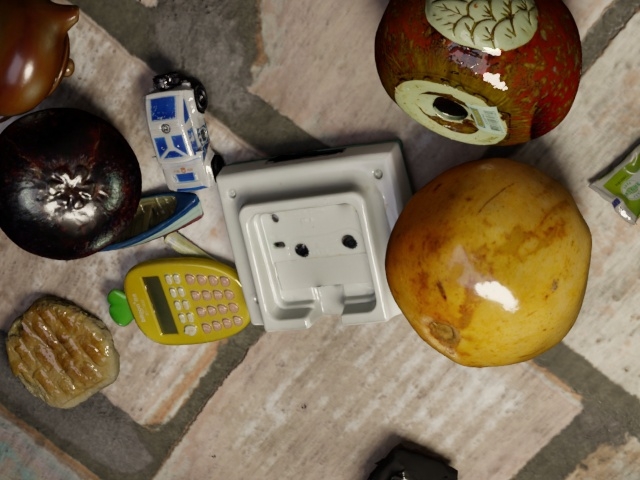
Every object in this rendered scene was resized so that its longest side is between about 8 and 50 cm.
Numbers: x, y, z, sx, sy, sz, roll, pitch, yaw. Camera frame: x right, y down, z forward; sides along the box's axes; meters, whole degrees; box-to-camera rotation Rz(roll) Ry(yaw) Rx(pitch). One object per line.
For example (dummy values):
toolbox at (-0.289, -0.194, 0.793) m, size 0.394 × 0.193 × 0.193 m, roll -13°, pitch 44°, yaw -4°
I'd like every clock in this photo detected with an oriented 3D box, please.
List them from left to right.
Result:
clock at (0.000, 0.000, 1.626) m, size 0.262 × 0.116 × 0.231 m, roll -6°, pitch 110°, yaw 21°

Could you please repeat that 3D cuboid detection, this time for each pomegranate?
pomegranate at (0.215, 0.025, 1.490) m, size 0.264 × 0.264 × 0.264 m, roll 7°, pitch 115°, yaw 16°

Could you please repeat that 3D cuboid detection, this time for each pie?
pie at (-0.405, 0.173, 1.884) m, size 0.195 × 0.046 × 0.195 m, roll 7°, pitch 116°, yaw 15°

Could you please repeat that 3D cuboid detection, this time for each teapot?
teapot at (-0.409, -0.238, 1.655) m, size 0.135 × 0.178 × 0.252 m, roll 16°, pitch 136°, yaw -32°

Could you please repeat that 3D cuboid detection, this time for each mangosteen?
mangosteen at (-0.354, -0.078, 1.677) m, size 0.216 × 0.216 × 0.216 m, roll 7°, pitch 115°, yaw 16°

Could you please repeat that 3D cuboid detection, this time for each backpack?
backpack at (0.118, 0.367, 1.756) m, size 0.120 × 0.106 × 0.165 m, roll 26°, pitch 138°, yaw -18°

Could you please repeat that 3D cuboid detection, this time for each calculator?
calculator at (-0.207, 0.089, 1.777) m, size 0.234 × 0.032 × 0.146 m, roll -4°, pitch 119°, yaw 20°

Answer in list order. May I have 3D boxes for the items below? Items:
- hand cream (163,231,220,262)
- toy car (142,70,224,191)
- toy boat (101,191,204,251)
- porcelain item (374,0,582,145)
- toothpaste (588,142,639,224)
hand cream at (-0.190, 0.016, 1.754) m, size 0.102 × 0.022 × 0.035 m, roll 36°, pitch 121°, yaw -5°
toy car at (-0.192, -0.146, 1.651) m, size 0.080 × 0.070 × 0.171 m, roll -4°, pitch 112°, yaw 22°
toy boat at (-0.259, -0.025, 1.736) m, size 0.228 × 0.080 × 0.046 m, roll -16°, pitch 142°, yaw 26°
porcelain item at (0.196, -0.238, 1.421) m, size 0.253 × 0.253 × 0.253 m, roll 7°, pitch 115°, yaw 16°
toothpaste at (0.432, -0.122, 1.461) m, size 0.078 × 0.047 × 0.248 m, roll 41°, pitch 122°, yaw 3°
